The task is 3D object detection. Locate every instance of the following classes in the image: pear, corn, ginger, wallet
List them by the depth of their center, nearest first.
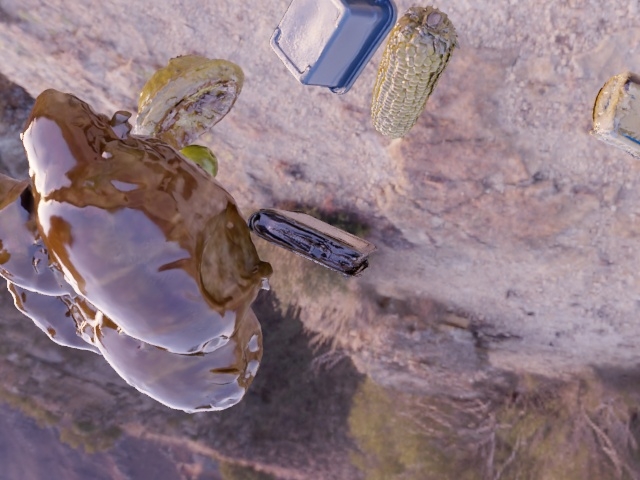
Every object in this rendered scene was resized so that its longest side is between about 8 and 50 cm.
[{"bbox_3d":[-0.184,0.023,0.650,0.274,0.152,0.357,21,143,14],"label":"ginger"},{"bbox_3d":[0.000,0.000,0.673,0.110,0.031,0.198,25,-176,7],"label":"wallet"},{"bbox_3d":[0.152,-0.290,1.190,0.115,0.115,0.318,17,154,-2],"label":"corn"},{"bbox_3d":[-0.261,-0.155,1.399,0.097,0.092,0.092,-33,142,9],"label":"pear"}]

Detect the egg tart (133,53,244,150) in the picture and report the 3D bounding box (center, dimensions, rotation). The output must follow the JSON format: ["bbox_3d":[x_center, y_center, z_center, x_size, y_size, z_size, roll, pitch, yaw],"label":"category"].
[{"bbox_3d":[-0.295,-0.298,1.432,0.115,0.290,0.290,50,158,6],"label":"egg tart"}]

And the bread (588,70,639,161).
[{"bbox_3d":[0.312,-0.116,0.656,0.106,0.072,0.053,19,-175,-26],"label":"bread"}]

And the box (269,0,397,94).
[{"bbox_3d":[0.006,-0.175,0.556,0.054,0.074,0.099,-13,151,-44],"label":"box"}]
